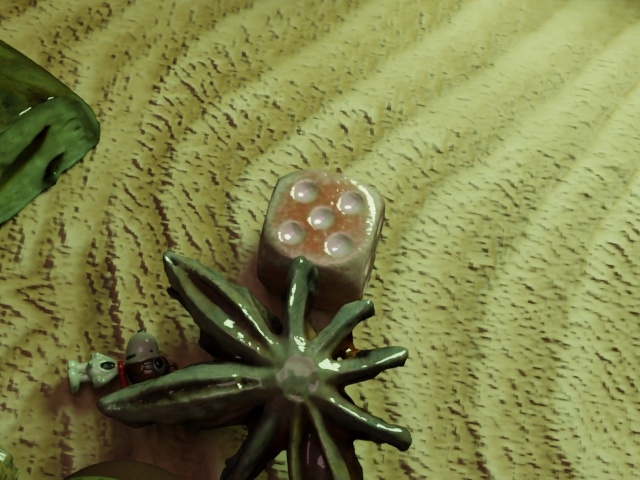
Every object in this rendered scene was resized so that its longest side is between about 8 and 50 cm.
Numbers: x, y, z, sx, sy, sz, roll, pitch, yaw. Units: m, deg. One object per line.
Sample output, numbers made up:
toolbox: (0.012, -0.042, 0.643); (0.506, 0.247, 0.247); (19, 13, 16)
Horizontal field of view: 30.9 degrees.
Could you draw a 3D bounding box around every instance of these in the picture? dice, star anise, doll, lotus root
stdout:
dice: (0.000, 0.000, 0.967); (0.094, 0.093, 0.091); (16, 65, 6)
star anise: (-0.038, 0.114, 0.896); (0.258, 0.110, 0.198); (28, 84, 10)
doll: (-0.163, 0.106, 0.946); (0.085, 0.040, 0.058); (-23, 55, -16)
lotus root: (-0.376, -0.112, 0.990); (0.260, 0.149, 0.267); (40, 68, 16)

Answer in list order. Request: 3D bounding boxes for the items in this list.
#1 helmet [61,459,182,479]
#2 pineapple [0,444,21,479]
helmet: (-0.151, 0.220, 0.852); (0.175, 0.155, 0.106); (-9, 33, 24)
pineapple: (-0.325, 0.194, 0.842); (0.166, 0.166, 0.193); (41, 70, 17)
